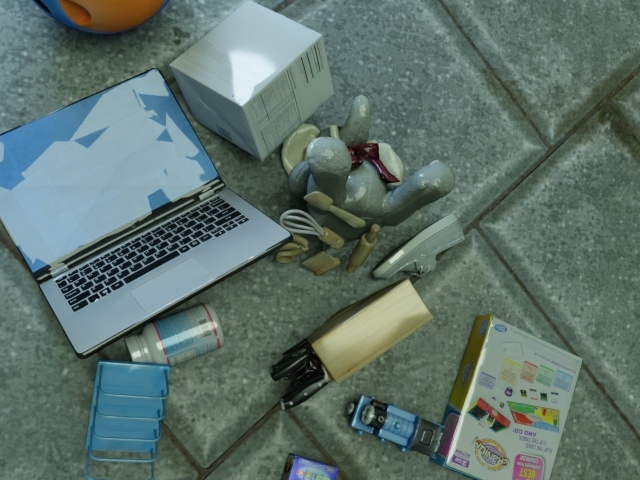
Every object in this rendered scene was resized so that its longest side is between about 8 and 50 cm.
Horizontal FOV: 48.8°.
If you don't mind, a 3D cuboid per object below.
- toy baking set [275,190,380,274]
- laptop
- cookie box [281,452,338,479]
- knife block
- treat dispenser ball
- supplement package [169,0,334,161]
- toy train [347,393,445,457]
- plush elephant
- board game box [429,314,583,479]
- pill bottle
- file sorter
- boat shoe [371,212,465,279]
[{"bbox_3d":[0.006,0.001,1.266,0.196,0.256,0.030,7,58,-18],"label":"toy baking set"},{"bbox_3d":[-0.329,-0.075,1.185,0.382,0.408,0.236,-30,126,-20],"label":"laptop"},{"bbox_3d":[-0.028,0.459,1.301,0.092,0.040,0.107,22,75,-15],"label":"cookie box"},{"bbox_3d":[0.039,0.195,1.264,0.088,0.275,0.242,56,40,-4],"label":"knife block"},{"bbox_3d":[-0.378,-0.500,1.196,0.288,0.288,0.288,3,81,-18],"label":"treat dispenser ball"},{"bbox_3d":[-0.119,-0.293,1.285,0.194,0.149,0.203,34,69,28],"label":"supplement package"},{"bbox_3d":[0.141,0.351,1.340,0.184,0.105,0.080,25,74,-14],"label":"toy train"},{"bbox_3d":[0.059,-0.140,1.319,0.271,0.330,0.255,5,58,-17],"label":"plush elephant"},{"bbox_3d":[0.385,0.344,1.444,0.242,0.064,0.316,26,75,-13],"label":"board game box"},{"bbox_3d":[-0.257,0.174,1.242,0.160,0.087,0.087,-19,88,-20],"label":"pill bottle"},{"bbox_3d":[-0.317,0.298,1.160,0.118,0.104,0.170,8,106,-18],"label":"file sorter"},{"bbox_3d":[0.207,0.028,1.424,0.227,0.079,0.081,-33,89,-23],"label":"boat shoe"}]
